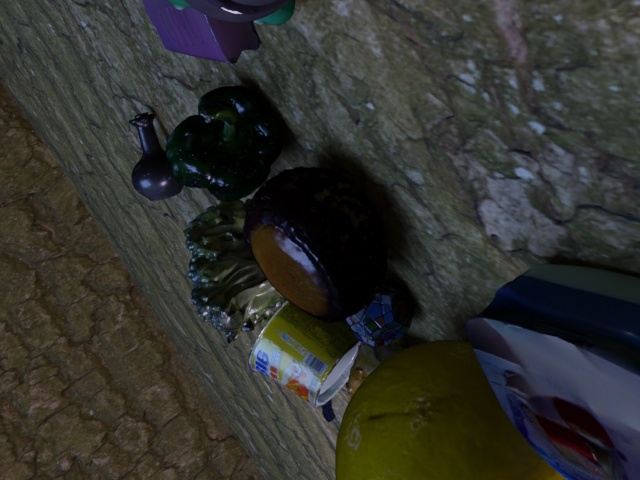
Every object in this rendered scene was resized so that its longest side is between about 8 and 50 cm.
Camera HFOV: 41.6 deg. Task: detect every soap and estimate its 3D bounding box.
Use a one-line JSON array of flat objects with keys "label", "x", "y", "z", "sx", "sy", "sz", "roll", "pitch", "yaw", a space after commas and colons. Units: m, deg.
[{"label": "soap", "x": -0.184, "y": -0.334, "z": 1.248, "sx": 0.203, "sy": 0.065, "sz": 0.122, "roll": 24, "pitch": 145, "yaw": 50}]

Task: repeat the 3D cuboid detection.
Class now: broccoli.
[{"label": "broccoli", "x": -0.105, "y": 0.025, "z": 1.433, "sx": 0.248, "sy": 0.245, "sz": 0.288, "roll": 38, "pitch": -148, "yaw": -48}]

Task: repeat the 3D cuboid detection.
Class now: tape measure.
[{"label": "tape measure", "x": 0.313, "y": 0.155, "z": 0.897, "sx": 0.259, "sy": 0.138, "sz": 0.262, "roll": 19, "pitch": 141, "yaw": 57}]

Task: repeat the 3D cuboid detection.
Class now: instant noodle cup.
[{"label": "instant noodle cup", "x": -0.017, "y": 0.205, "z": 1.585, "sx": 0.153, "sy": 0.205, "sz": 0.205, "roll": 34, "pitch": 153, "yaw": 21}]

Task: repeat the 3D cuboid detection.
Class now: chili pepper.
[{"label": "chili pepper", "x": -0.145, "y": -0.149, "z": 1.306, "sx": 0.165, "sy": 0.174, "sz": 0.261, "roll": 50, "pitch": 165, "yaw": -5}]

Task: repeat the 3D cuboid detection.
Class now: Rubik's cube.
[{"label": "Rubik's cube", "x": 0.095, "y": 0.114, "z": 1.336, "sx": 0.111, "sy": 0.111, "sz": 0.093, "roll": 27, "pitch": 119, "yaw": 48}]

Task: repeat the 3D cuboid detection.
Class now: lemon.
[{"label": "lemon", "x": 0.177, "y": 0.306, "z": 1.145, "sx": 0.348, "sy": 0.348, "sz": 0.348, "roll": 43, "pitch": 157, "yaw": 24}]

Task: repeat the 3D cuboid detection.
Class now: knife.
[{"label": "knife", "x": 0.017, "y": 0.406, "z": 2.047, "sx": 0.031, "sy": 0.018, "sz": 0.121, "roll": 49, "pitch": 159, "yaw": 30}]

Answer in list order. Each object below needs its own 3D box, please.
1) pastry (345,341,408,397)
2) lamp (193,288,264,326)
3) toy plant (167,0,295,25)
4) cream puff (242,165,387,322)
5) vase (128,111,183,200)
[{"label": "pastry", "x": 0.157, "y": 0.278, "z": 1.435, "sx": 0.235, "sy": 0.121, "sz": 0.257, "roll": 38, "pitch": 152, "yaw": 25}, {"label": "lamp", "x": -0.183, "y": 0.105, "z": 1.808, "sx": 0.185, "sy": 0.161, "sz": 0.161, "roll": 5, "pitch": 128, "yaw": 59}, {"label": "toy plant", "x": -0.100, "y": -0.328, "z": 0.924, "sx": 0.400, "sy": 0.279, "sz": 0.185, "roll": 6, "pitch": 89, "yaw": 54}, {"label": "cream puff", "x": 0.000, "y": 0.000, "z": 1.248, "sx": 0.239, "sy": 0.165, "sz": 0.239, "roll": 38, "pitch": 152, "yaw": 24}, {"label": "vase", "x": -0.353, "y": -0.180, "z": 1.787, "sx": 0.120, "sy": 0.120, "sz": 0.183, "roll": 13, "pitch": 121, "yaw": 58}]
